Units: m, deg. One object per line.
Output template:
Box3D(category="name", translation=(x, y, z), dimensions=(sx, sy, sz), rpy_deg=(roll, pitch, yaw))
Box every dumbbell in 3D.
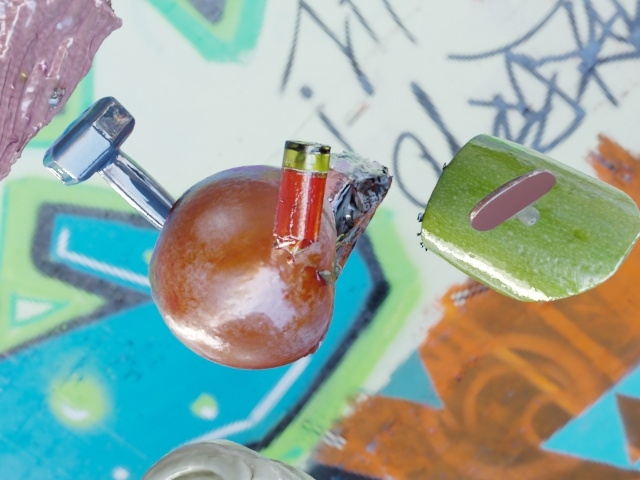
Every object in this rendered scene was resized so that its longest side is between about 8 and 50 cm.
Box3D(category="dumbbell", translation=(-0.276, -0.073, 1.722), dimensions=(0.144, 0.316, 0.156), rpy_deg=(-32, -158, 38))

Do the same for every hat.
Box3D(category="hat", translation=(-0.274, -0.121, 0.768), dimensions=(0.107, 0.237, 0.286), rpy_deg=(7, -113, 47))

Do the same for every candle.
Box3D(category="candle", translation=(-0.021, -0.038, 1.134), dimensions=(0.052, 0.052, 0.130), rpy_deg=(-144, -120, -77))

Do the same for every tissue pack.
Box3D(category="tissue pack", translation=(0.000, 0.000, 1.997), dimensions=(0.332, 0.123, 0.245), rpy_deg=(-64, 170, 16))

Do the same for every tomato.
Box3D(category="tomato", translation=(-0.096, 0.036, 1.397), dimensions=(0.265, 0.265, 0.265), rpy_deg=(-46, -166, 15))

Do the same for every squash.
Box3D(category="squash", translation=(0.273, -0.010, 1.380), dimensions=(0.189, 0.260, 0.189), rpy_deg=(-42, 149, -33))

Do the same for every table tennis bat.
Box3D(category="table tennis bat", translation=(0.183, -0.033, 1.018), dimensions=(0.087, 0.013, 0.156), rpy_deg=(-35, 161, 13))

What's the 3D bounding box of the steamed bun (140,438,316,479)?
Box3D(category="steamed bun", translation=(-0.089, 0.394, 1.223), dimensions=(0.342, 0.367, 0.255), rpy_deg=(-12, 180, 14))
